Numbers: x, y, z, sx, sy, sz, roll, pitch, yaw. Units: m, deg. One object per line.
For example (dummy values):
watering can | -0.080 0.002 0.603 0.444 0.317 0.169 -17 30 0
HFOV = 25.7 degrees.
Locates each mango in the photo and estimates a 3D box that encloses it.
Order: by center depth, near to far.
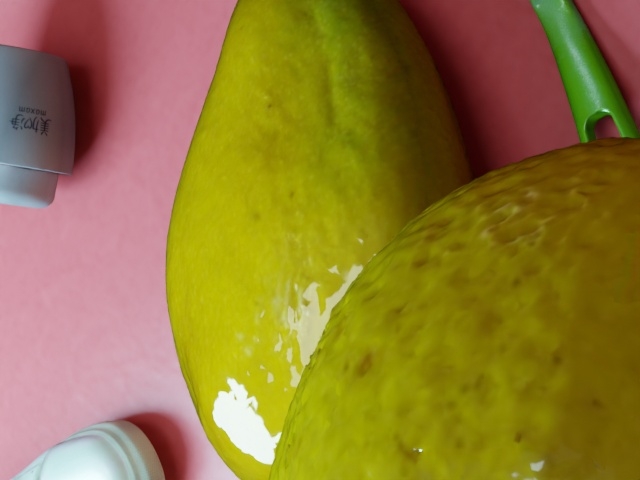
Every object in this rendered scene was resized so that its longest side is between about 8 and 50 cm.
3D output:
mango | 0.000 0.000 0.710 0.176 0.119 0.316 -7 80 40

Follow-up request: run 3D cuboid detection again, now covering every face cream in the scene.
face cream | -0.195 -0.070 0.862 0.091 0.091 0.095 9 91 36

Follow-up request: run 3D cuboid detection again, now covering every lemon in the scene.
lemon | 0.114 0.101 0.526 0.293 0.293 0.293 3 94 37

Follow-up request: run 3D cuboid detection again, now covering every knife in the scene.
knife | 0.113 -0.107 0.667 0.078 0.023 0.166 -36 70 40

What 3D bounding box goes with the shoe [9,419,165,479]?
shoe | -0.205 0.205 0.876 0.265 0.110 0.095 -44 67 33
